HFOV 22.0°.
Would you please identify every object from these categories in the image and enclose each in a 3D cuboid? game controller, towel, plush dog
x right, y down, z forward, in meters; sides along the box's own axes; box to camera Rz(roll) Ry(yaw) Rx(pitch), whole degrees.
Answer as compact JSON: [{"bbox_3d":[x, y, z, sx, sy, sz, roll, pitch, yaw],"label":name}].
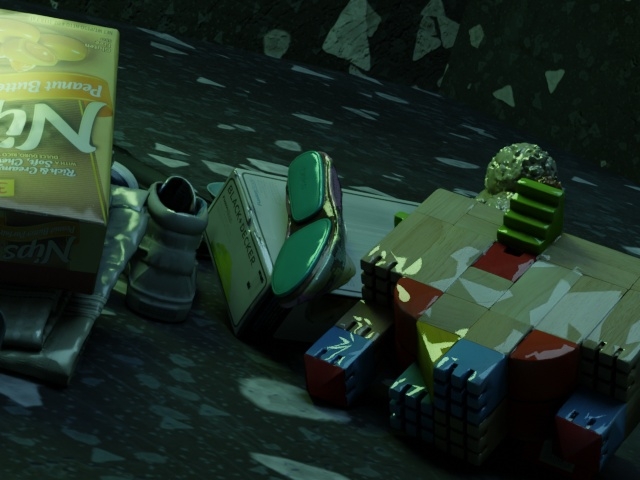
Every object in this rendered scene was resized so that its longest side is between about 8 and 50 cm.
[{"bbox_3d":[-0.225,-0.065,2.091,0.319,0.067,0.166,29,2,41],"label":"game controller"},{"bbox_3d":[-0.327,-0.019,1.478,0.324,0.056,0.312,18,33,-2],"label":"towel"},{"bbox_3d":[0.238,0.034,1.981,0.210,0.262,0.225,-21,13,-14],"label":"plush dog"}]

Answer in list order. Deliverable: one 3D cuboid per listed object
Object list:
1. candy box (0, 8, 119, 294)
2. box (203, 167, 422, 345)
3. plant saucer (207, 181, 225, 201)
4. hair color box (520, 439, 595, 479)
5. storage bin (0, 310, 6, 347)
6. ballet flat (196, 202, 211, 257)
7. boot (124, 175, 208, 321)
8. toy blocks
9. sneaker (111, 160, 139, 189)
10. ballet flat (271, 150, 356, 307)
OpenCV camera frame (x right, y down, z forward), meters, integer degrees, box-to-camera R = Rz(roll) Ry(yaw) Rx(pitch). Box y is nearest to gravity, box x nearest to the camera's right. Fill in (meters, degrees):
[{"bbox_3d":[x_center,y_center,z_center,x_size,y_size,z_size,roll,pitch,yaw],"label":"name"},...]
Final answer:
[{"bbox_3d":[-0.282,-0.092,1.486,0.182,0.088,0.316,8,37,-11],"label":"candy box"},{"bbox_3d":[0.029,0.030,1.767,0.290,0.087,0.169,9,43,-33],"label":"box"},{"bbox_3d":[-0.061,-0.028,2.168,0.195,0.037,0.195,16,12,-3],"label":"plant saucer"},{"bbox_3d":[0.249,0.192,1.612,0.072,0.043,0.141,20,12,17],"label":"hair color box"},{"bbox_3d":[-0.312,0.065,1.298,0.135,0.098,0.091,17,2,-3],"label":"storage bin"},{"bbox_3d":[-0.138,-0.010,1.916,0.203,0.074,0.074,12,13,-35],"label":"ballet flat"},{"bbox_3d":[-0.158,-0.009,1.742,0.095,0.123,0.258,14,12,-14],"label":"boot"},{"bbox_3d":[0.164,0.095,1.538,0.381,0.191,0.261,21,43,29],"label":"toy blocks"},{"bbox_3d":[-0.334,-0.043,1.650,0.282,0.099,0.153,4,7,11],"label":"sneaker"},{"bbox_3d":[0.000,0.000,1.649,0.079,0.077,0.221,48,27,-32],"label":"ballet flat"}]
